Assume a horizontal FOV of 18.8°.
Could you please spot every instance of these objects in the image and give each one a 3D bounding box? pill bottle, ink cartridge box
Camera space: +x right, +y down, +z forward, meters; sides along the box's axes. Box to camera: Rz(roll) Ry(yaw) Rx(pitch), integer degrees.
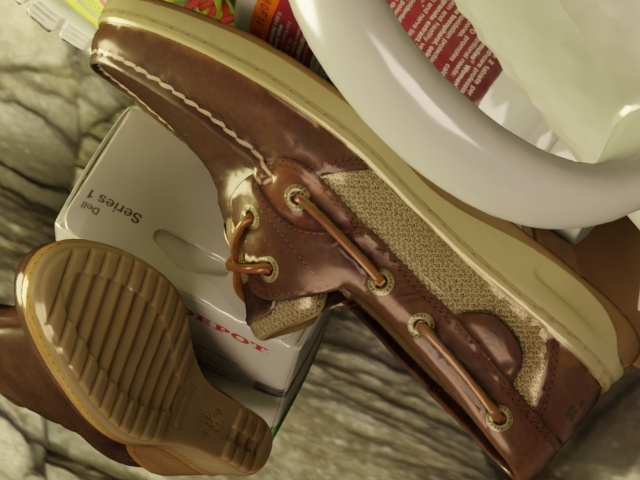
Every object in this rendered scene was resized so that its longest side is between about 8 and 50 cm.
[{"bbox_3d":[0.073,-0.100,1.030,0.221,0.121,0.121,36,134,11],"label":"pill bottle"},{"bbox_3d":[-0.073,0.028,1.189,0.160,0.092,0.219,27,158,3],"label":"ink cartridge box"}]

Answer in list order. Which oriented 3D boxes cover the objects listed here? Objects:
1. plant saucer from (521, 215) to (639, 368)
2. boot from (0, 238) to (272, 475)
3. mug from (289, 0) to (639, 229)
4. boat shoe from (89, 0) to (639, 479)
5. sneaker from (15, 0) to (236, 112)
[{"bbox_3d":[0.241,-0.007,1.104,0.278,0.041,0.278,13,131,16],"label":"plant saucer"},{"bbox_3d":[-0.160,0.064,1.122,0.207,0.090,0.248,12,156,33],"label":"boot"},{"bbox_3d":[0.134,-0.162,0.811,0.328,0.374,0.276,49,149,-9],"label":"mug"},{"bbox_3d":[0.000,0.000,1.025,0.342,0.123,0.123,37,173,4],"label":"boat shoe"},{"bbox_3d":[-0.082,-0.130,1.134,0.208,0.081,0.094,34,126,-5],"label":"sneaker"}]
